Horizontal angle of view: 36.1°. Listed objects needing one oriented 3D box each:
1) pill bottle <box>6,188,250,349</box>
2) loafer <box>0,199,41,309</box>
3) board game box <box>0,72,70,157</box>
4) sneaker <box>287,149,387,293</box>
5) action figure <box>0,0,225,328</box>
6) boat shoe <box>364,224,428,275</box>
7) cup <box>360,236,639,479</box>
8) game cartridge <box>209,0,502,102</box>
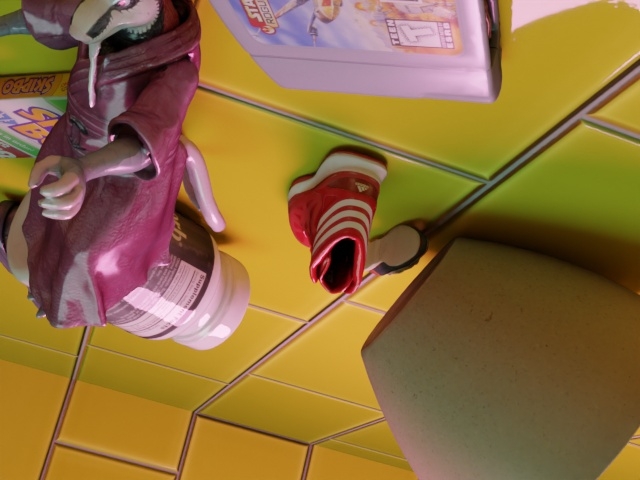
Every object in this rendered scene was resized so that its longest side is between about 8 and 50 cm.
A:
[{"bbox_3d":[-0.225,0.028,1.200,0.162,0.162,0.278,-5,154,40],"label":"pill bottle"},{"bbox_3d":[-0.368,0.041,1.412,0.095,0.109,0.302,4,155,14],"label":"loafer"},{"bbox_3d":[-0.298,-0.127,1.024,0.259,0.039,0.124,-1,156,27],"label":"board game box"},{"bbox_3d":[0.000,0.000,1.029,0.087,0.128,0.221,15,159,-5],"label":"sneaker"},{"bbox_3d":[-0.150,-0.090,0.804,0.276,0.248,0.370,-12,147,-32],"label":"action figure"},{"bbox_3d":[0.091,0.016,1.130,0.043,0.049,0.137,17,162,-19],"label":"boat shoe"},{"bbox_3d":[0.185,0.134,1.073,0.237,0.331,0.331,39,158,1],"label":"cup"},{"bbox_3d":[0.014,-0.185,0.647,0.198,0.062,0.297,3,158,15],"label":"game cartridge"}]
